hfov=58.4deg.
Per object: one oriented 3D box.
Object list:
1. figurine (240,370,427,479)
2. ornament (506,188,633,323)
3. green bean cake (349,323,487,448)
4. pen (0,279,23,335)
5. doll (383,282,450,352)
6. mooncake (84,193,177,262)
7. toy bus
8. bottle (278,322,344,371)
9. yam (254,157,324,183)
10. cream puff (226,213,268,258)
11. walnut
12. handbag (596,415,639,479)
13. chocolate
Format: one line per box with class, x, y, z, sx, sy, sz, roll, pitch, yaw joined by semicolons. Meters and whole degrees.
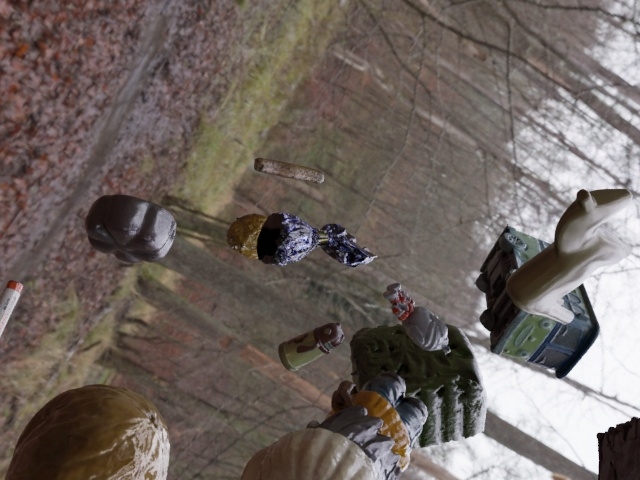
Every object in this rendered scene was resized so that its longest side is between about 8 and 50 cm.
figurine;0.046;0.307;0.823;0.332;0.185;0.204;-34;167;-37
ornament;0.372;0.023;0.834;0.230;0.244;0.061;-46;-135;28
green bean cake;0.237;0.350;1.472;0.319;0.334;0.218;-106;-168;-62
pen;-0.502;0.166;0.854;0.028;0.028;0.239;-48;-152;50
doll;0.195;0.159;1.148;0.079;0.180;0.094;-40;-175;33
mooncake;-0.530;-0.031;1.603;0.245;0.244;0.133;135;-29;-56
toy bus;0.453;0.121;1.225;0.312;0.190;0.152;-71;-176;-58
bottle;-0.012;0.154;0.857;0.101;0.047;0.063;-29;-154;12
yam;-0.101;-0.223;1.847;0.056;0.241;0.057;-27;-122;55
cream puff;-0.220;-0.007;1.890;0.189;0.189;0.130;133;-37;-51
walnut;-0.467;0.452;1.156;0.333;0.332;0.333;-56;-171;13
handbag;0.736;0.530;1.348;0.203;0.073;0.216;109;1;-56
chocolate;0.003;0.003;1.417;0.148;0.343;0.126;21;-78;49
